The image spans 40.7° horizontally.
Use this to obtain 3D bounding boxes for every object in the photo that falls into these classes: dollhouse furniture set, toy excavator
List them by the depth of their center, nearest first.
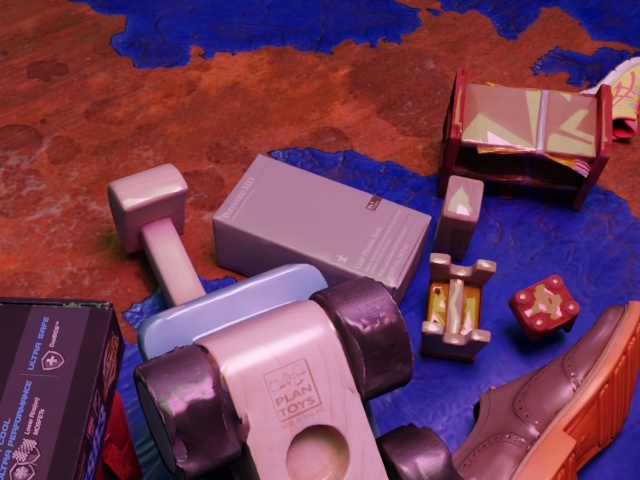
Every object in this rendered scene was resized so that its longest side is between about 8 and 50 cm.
[{"bbox_3d":[-0.098,0.119,0.885,0.222,0.445,0.433,-21,94,-21],"label":"toy excavator"},{"bbox_3d":[0.239,-0.019,1.077,0.201,0.152,0.374,9,66,4],"label":"dollhouse furniture set"}]

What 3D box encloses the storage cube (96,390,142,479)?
[{"bbox_3d":[-0.296,0.231,0.782,0.215,0.184,0.193,16,50,11],"label":"storage cube"}]

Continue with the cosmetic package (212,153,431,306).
[{"bbox_3d":[0.000,0.000,1.052,0.238,0.107,0.127,21,54,11],"label":"cosmetic package"}]

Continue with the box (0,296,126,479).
[{"bbox_3d":[-0.325,0.176,0.665,0.293,0.073,0.295,3,50,1],"label":"box"}]

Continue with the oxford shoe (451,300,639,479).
[{"bbox_3d":[0.237,0.167,0.904,0.132,0.130,0.363,15,38,35],"label":"oxford shoe"}]

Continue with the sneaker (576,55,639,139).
[{"bbox_3d":[0.434,-0.190,1.261,0.208,0.081,0.094,-35,65,-20],"label":"sneaker"}]
